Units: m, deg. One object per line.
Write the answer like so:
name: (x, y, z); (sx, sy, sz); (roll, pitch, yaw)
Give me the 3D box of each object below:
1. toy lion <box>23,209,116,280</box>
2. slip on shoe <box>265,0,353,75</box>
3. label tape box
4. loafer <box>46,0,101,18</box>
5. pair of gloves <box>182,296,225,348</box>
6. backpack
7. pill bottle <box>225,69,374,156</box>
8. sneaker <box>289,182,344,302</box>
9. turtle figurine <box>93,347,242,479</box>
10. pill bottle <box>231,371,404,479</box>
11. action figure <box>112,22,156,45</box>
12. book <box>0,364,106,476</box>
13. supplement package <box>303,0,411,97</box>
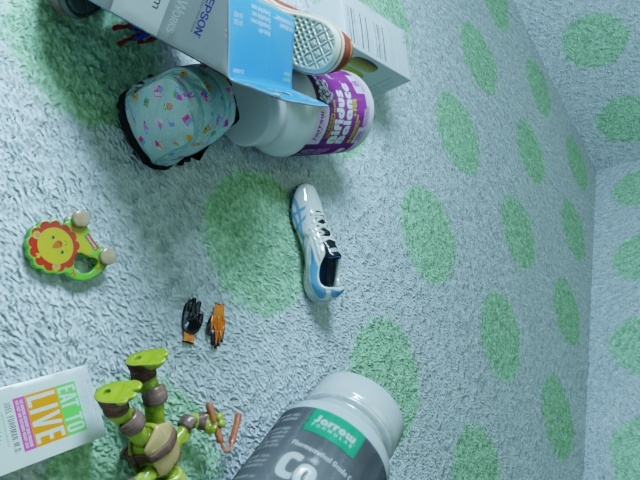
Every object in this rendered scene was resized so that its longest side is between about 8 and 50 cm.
toy lion: (-0.335, 0.013, 0.820); (0.096, 0.034, 0.100); (-48, 115, -40)
slip on shoe: (-0.086, -0.367, 1.074); (0.101, 0.331, 0.123); (-12, 126, -60)
label tape box: (-0.147, -0.318, 0.889); (0.348, 0.115, 0.249); (29, 17, 10)
loafer: (-0.351, -0.433, 0.932); (0.096, 0.084, 0.267); (75, 26, -58)
pair of gloves: (-0.184, 0.131, 0.982); (0.083, 0.010, 0.074); (20, 64, -44)
backpack: (-0.210, -0.185, 0.919); (0.115, 0.182, 0.152); (-45, 113, -49)
pill bottle: (-0.042, -0.242, 1.162); (0.301, 0.169, 0.169); (-15, 90, -52)
sneaker: (0.000, 0.000, 1.199); (0.085, 0.086, 0.237); (-1, 77, -50)
turtle figurine: (-0.215, 0.257, 0.833); (0.269, 0.087, 0.217); (-39, 126, -48)
pill bottle: (-0.018, 0.378, 0.947); (0.361, 0.204, 0.204); (-45, 113, -49)
action figure: (-0.288, -0.337, 1.001); (0.115, 0.030, 0.038); (-41, 115, -55)
book: (-0.340, 0.214, 0.744); (0.144, 0.035, 0.096); (-10, 82, -51)
supplement package: (0.076, -0.432, 1.400); (0.244, 0.139, 0.133); (10, 69, -48)
